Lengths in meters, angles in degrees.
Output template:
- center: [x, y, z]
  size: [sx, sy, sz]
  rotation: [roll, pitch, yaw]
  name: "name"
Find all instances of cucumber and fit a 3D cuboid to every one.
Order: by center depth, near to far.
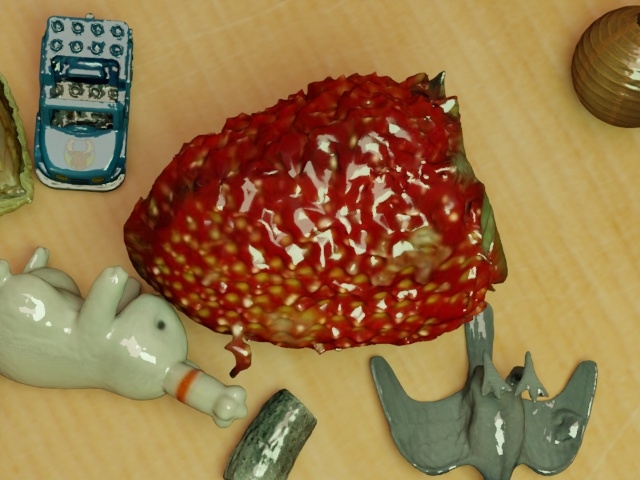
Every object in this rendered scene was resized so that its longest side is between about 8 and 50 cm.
- center: [-0.049, 0.208, 1.235]
  size: [0.064, 0.064, 0.112]
  rotation: [30, 76, 1]
  name: "cucumber"

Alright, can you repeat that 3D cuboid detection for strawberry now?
- center: [0.001, 0.002, 1.177]
  size: [0.343, 0.292, 0.292]
  rotation: [-29, 83, -5]
  name: "strawberry"

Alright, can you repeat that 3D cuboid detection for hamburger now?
- center: [-0.406, -0.082, 1.240]
  size: [0.207, 0.135, 0.155]
  rotation: [-26, 51, 9]
  name: "hamburger"

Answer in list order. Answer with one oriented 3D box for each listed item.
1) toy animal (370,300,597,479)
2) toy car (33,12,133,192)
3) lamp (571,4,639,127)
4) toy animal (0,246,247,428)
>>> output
- center: [0.169, 0.188, 1.249]
  size: [0.239, 0.176, 0.255]
  rotation: [6, 44, -7]
  name: "toy animal"
- center: [-0.249, -0.151, 1.264]
  size: [0.097, 0.100, 0.191]
  rotation: [3, 83, -8]
  name: "toy car"
- center: [0.340, -0.189, 1.305]
  size: [0.136, 0.136, 0.136]
  rotation: [1, 79, -5]
  name: "lamp"
- center: [-0.199, 0.093, 1.205]
  size: [0.282, 0.140, 0.138]
  rotation: [11, 90, 2]
  name: "toy animal"
